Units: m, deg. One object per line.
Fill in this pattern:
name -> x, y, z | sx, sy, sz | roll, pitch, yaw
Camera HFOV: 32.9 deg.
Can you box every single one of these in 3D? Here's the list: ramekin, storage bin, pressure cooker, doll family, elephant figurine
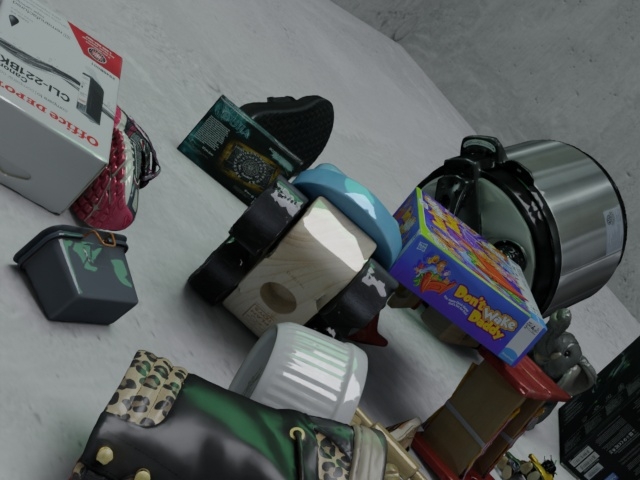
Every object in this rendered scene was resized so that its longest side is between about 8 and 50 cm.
ramekin -> -0.044, 0.192, 1.255 | 0.109, 0.207, 0.207 | 31, 21, -10
storage bin -> -0.276, 0.043, 1.280 | 0.135, 0.098, 0.091 | 12, 47, -57
pressure cooker -> 0.367, -0.008, 2.171 | 0.420, 0.375, 0.370 | -18, 67, -44
doll family -> 0.383, 0.423, 1.821 | 0.111, 0.076, 0.193 | 23, 32, -55
elephant figurine -> 0.438, 0.239, 2.053 | 0.169, 0.239, 0.186 | 44, 19, 1

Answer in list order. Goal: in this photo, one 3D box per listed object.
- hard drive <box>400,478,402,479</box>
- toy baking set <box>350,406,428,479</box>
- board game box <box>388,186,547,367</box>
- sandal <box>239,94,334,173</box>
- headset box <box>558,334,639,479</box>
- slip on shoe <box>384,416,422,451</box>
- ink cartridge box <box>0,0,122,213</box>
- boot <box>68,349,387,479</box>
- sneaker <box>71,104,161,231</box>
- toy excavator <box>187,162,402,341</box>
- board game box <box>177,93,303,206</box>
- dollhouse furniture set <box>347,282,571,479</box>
hard drive -> 0.088, 0.367, 1.385 | 0.307, 0.040, 0.203 | 41, 19, -6
toy baking set -> 0.081, 0.312, 1.389 | 0.256, 0.030, 0.197 | 45, 22, 4
board game box -> 0.221, 0.046, 1.706 | 0.233, 0.078, 0.347 | 37, 13, -6
sandal -> -0.092, -0.224, 2.121 | 0.107, 0.167, 0.446 | 30, 14, 18
headset box -> 0.605, 0.346, 2.156 | 0.131, 0.246, 0.283 | 42, 18, -2
slip on shoe -> 0.116, 0.293, 1.592 | 0.135, 0.051, 0.041 | -9, 76, -67
ink cartridge box -> -0.386, -0.194, 1.461 | 0.197, 0.114, 0.272 | 33, 31, -28
boot -> -0.106, 0.284, 1.008 | 0.284, 0.138, 0.377 | 25, 48, -4
sneaker -> -0.279, -0.106, 1.535 | 0.112, 0.121, 0.299 | 35, 20, -28
toy excavator -> 0.000, 0.000, 1.658 | 0.222, 0.433, 0.445 | 42, 47, -3
board game box -> -0.140, -0.150, 1.900 | 0.186, 0.126, 0.026 | 40, 19, -11
dollhouse furniture set -> 0.188, 0.193, 1.737 | 0.152, 0.201, 0.374 | 16, 26, -53
